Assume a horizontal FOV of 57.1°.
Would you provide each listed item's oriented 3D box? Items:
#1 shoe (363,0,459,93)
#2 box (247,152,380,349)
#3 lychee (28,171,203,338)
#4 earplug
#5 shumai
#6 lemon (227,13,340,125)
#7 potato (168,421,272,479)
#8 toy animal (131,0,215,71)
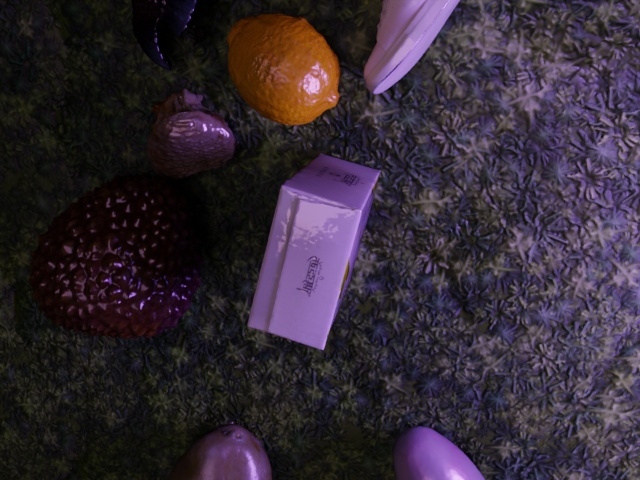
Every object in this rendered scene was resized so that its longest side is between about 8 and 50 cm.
[{"bbox_3d":[0.124,-0.330,0.789,0.110,0.095,0.265,41,105,5],"label":"shoe"},{"bbox_3d":[0.000,0.000,0.821,0.111,0.260,0.194,16,110,4],"label":"box"},{"bbox_3d":[-0.298,0.019,0.909,0.272,0.271,0.271,4,107,12],"label":"lychee"},{"bbox_3d":[0.218,0.440,0.964,0.172,0.172,0.301,-33,90,19],"label":"earplug"},{"bbox_3d":[-0.201,-0.171,0.905,0.146,0.145,0.116,-24,57,18],"label":"shumai"},{"bbox_3d":[-0.055,-0.243,0.824,0.187,0.142,0.142,41,111,4],"label":"lemon"},{"bbox_3d":[-0.181,0.443,1.052,0.178,0.160,0.234,8,96,-29],"label":"potato"},{"bbox_3d":[-0.238,-0.364,0.842,0.180,0.116,0.218,27,117,3],"label":"toy animal"}]
